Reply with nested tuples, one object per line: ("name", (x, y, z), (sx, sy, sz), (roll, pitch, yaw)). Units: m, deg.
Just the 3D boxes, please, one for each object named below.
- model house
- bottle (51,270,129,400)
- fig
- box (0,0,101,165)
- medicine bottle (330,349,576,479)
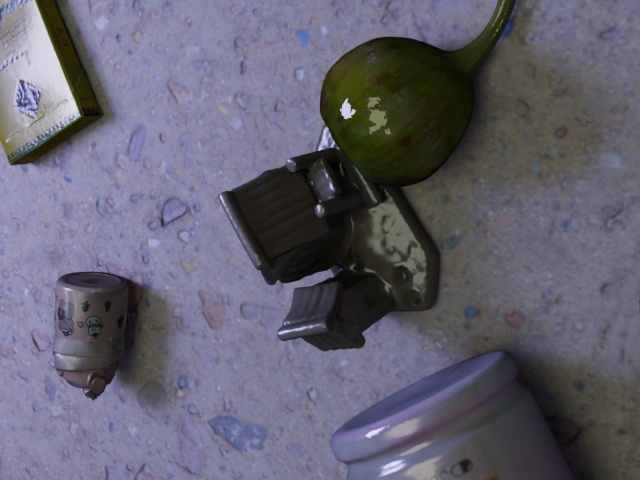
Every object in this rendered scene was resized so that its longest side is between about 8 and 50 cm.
("model house", (-0.001, 0.001, 0.966), (0.122, 0.188, 0.229), (-32, 83, 46))
("bottle", (-0.292, 0.121, 1.196), (0.098, 0.099, 0.152), (12, 105, 28))
("fig", (0.113, -0.165, 0.910), (0.245, 0.149, 0.149), (-41, 78, 7))
("box", (-0.392, -0.253, 1.208), (0.153, 0.041, 0.279), (-24, 88, 31))
("medicine bottle", (0.163, 0.286, 0.905), (0.202, 0.202, 0.316), (-30, 84, 31))
